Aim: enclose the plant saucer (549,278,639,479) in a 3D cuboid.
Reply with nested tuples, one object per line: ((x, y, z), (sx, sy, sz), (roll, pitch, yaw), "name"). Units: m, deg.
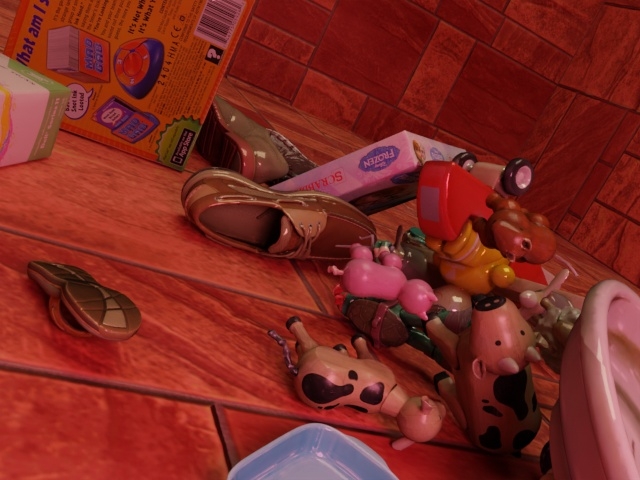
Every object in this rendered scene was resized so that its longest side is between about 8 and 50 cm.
((0.312, 0.238, 0.619), (0.400, 0.100, 0.401), (33, 43, -38), "plant saucer")

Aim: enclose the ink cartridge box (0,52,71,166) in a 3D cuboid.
((-0.501, -0.181, 0.819), (0.207, 0.119, 0.353), (27, 15, 0), "ink cartridge box")

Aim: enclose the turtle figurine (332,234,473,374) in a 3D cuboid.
((0.107, 0.100, 0.916), (0.234, 0.118, 0.175), (23, -30, 32), "turtle figurine")

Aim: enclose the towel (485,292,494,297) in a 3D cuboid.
((0.394, 0.118, 1.433), (0.187, 0.049, 0.282), (19, 18, -20), "towel")

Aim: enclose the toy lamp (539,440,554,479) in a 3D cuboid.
((0.218, 0.257, 0.647), (0.080, 0.080, 0.274), (34, 17, 27), "toy lamp")

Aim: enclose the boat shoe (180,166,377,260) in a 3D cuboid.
((-0.061, -0.016, 1.033), (0.323, 0.123, 0.120), (12, 25, -19), "boat shoe")

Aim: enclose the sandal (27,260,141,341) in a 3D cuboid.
((-0.230, 0.063, 0.620), (0.180, 0.049, 0.072), (21, 2, 43), "sandal")

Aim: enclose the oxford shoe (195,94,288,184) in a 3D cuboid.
((-0.184, -0.221, 1.428), (0.130, 0.123, 0.348), (-1, 39, -32), "oxford shoe")

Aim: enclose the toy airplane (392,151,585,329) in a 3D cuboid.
((0.283, 0.070, 1.112), (0.384, 0.272, 0.386), (41, -18, 12), "toy airplane")

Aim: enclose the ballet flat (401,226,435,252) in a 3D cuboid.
((0.273, 0.051, 1.377), (0.241, 0.077, 0.091), (29, 23, 27), "ballet flat")

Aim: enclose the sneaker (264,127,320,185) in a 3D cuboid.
((-0.092, -0.164, 1.458), (0.281, 0.106, 0.162), (29, 19, 7), "sneaker")

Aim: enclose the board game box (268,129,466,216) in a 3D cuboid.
((0.091, -0.104, 1.243), (0.318, 0.318, 0.066), (-3, 76, -59), "board game box")

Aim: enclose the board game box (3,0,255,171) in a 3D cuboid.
((-0.389, -0.404, 1.276), (0.356, 0.357, 0.356), (19, 17, -26), "board game box")

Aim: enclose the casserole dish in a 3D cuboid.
((-0.004, 0.209, 0.522), (0.114, 0.037, 0.188), (33, 18, 23), "casserole dish")

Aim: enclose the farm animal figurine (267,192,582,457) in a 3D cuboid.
((0.158, 0.130, 0.715), (0.327, 0.330, 0.172), (54, 2, -31), "farm animal figurine")
